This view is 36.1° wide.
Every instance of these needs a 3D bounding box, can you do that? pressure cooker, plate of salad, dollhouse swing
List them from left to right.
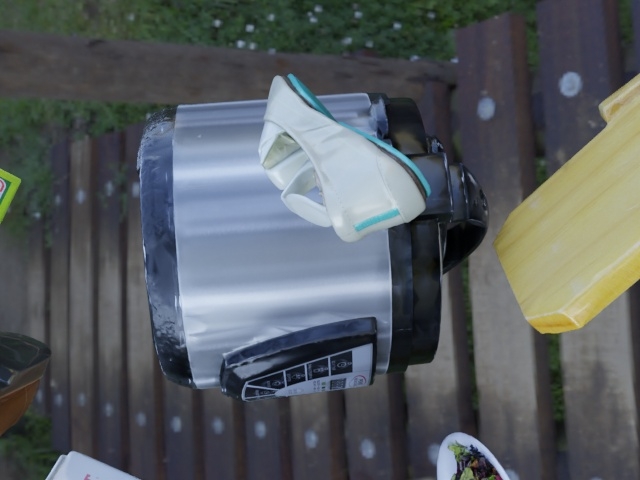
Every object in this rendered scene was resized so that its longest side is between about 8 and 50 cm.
[{"bbox_3d":[0.000,-0.006,1.238,0.370,0.421,0.375,-101,8,-63],"label":"pressure cooker"},{"bbox_3d":[0.174,0.313,1.091,0.200,0.048,0.199,166,90,-70],"label":"plate of salad"},{"bbox_3d":[0.409,-0.006,1.044,0.305,0.315,0.347,-59,10,17],"label":"dollhouse swing"}]

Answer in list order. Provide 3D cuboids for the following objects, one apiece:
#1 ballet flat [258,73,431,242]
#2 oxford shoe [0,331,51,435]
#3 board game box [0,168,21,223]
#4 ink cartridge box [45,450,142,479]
[{"bbox_3d":[-0.005,-0.063,0.741,0.248,0.086,0.086,-133,52,-61],"label":"ballet flat"},{"bbox_3d":[-0.252,0.120,0.631,0.076,0.212,0.076,22,103,19],"label":"oxford shoe"},{"bbox_3d":[-0.291,-0.042,0.610,0.092,0.181,0.043,-43,26,42],"label":"board game box"},{"bbox_3d":[-0.217,0.478,1.240,0.279,0.385,0.160,-66,1,-54],"label":"ink cartridge box"}]
